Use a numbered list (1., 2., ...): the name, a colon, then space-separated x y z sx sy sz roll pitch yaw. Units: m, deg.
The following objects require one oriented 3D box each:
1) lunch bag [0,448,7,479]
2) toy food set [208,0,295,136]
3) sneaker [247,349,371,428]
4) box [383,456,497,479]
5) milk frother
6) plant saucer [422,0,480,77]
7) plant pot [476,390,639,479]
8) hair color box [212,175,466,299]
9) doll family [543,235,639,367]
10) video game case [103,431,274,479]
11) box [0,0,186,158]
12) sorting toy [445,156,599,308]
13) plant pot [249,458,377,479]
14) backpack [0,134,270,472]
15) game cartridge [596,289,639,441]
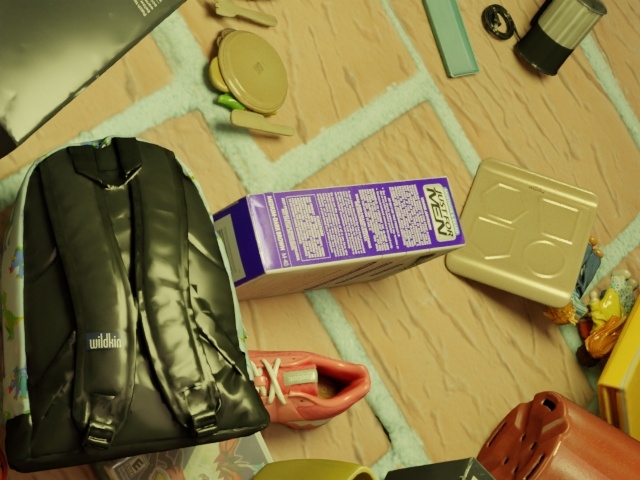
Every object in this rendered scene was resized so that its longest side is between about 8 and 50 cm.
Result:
1. lunch bag: -0.470 0.238 1.392 0.293 0.120 0.258 34 57 -24
2. toy food set: -0.100 -0.229 1.898 0.132 0.038 0.192 10 64 -43
3. sneaker: -0.072 0.171 1.716 0.314 0.136 0.116 3 73 -37
4. box: 0.173 0.488 1.773 0.296 0.183 0.294 46 54 -19
5. milk frother: 0.356 -0.361 2.228 0.143 0.135 0.129 13 37 -38
6. plant saucer: 0.194 -0.347 2.174 0.067 0.018 0.192 -14 85 -40
7. plant pot: 0.369 0.362 1.933 0.265 0.272 0.272 37 56 -14
8. hair color box: 0.000 0.000 1.797 0.339 0.185 0.110 -5 77 -40
9. doll family: 0.404 0.085 2.129 0.263 0.118 0.163 45 53 -18
10. video game case: -0.137 0.292 1.633 0.183 0.023 0.201 -34 115 -24
11. box: -0.355 -0.202 1.484 0.179 0.343 0.312 52 52 -13
12. sorting toy: 0.305 -0.010 2.090 0.193 0.038 0.208 19 61 6
13. plant pot: -0.024 0.373 1.596 0.212 0.187 0.212 -43 119 -19
14. backpack: -0.233 0.061 1.544 0.290 0.273 0.355 -8 84 -19
15. game cartridge: 0.508 0.192 2.132 0.323 0.053 0.285 -58 146 -36
